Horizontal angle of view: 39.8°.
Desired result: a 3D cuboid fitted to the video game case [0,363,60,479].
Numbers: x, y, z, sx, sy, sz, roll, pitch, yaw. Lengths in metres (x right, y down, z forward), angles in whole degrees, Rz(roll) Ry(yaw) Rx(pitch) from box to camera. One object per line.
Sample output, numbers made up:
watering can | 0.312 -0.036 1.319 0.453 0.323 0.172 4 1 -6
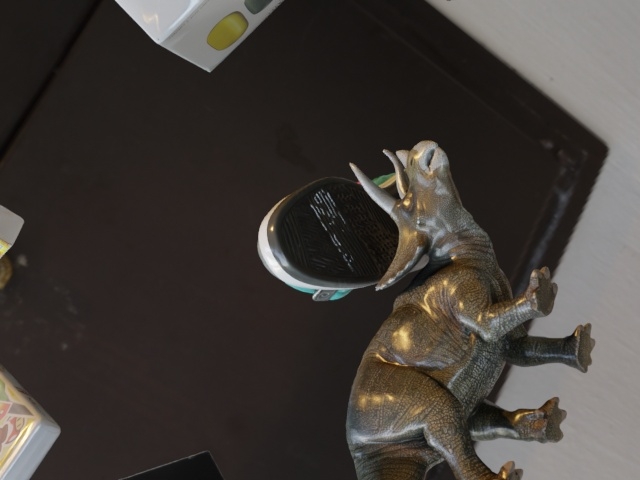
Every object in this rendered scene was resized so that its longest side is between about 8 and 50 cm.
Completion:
video game case | -0.319 0.203 0.708 0.206 0.026 0.227 22 75 49

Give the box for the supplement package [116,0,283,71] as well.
supplement package | -0.141 -0.332 0.954 0.199 0.198 0.263 -43 1 6

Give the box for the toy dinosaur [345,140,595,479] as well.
toy dinosaur | 0.083 0.093 0.608 0.160 0.121 0.314 4 74 42

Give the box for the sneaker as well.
sneaker | 0.000 0.000 0.889 0.178 0.124 0.295 -25 -6 38

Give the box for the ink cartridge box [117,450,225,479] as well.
ink cartridge box | -0.136 0.286 0.696 0.206 0.208 0.045 54 139 29

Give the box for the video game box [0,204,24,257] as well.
video game box | -0.424 -0.009 0.844 0.187 0.205 0.048 -39 29 32
